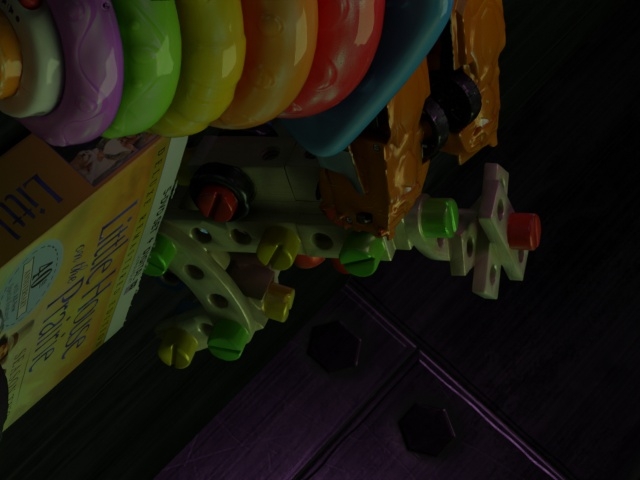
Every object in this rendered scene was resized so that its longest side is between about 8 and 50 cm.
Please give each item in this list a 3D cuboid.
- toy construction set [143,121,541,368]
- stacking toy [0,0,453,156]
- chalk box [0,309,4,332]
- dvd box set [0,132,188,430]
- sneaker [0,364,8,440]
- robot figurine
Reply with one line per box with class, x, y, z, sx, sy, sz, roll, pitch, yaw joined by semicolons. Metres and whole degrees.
toy construction set;0.000;0.000;1.202;0.151;0.327;0.215;-83;160;-47
stacking toy;-0.102;-0.103;0.717;0.302;0.175;0.166;-24;164;-37
chalk box;-0.173;-0.024;0.372;0.132;0.213;0.132;-42;170;-34
dvd box set;-0.264;0.097;0.983;0.420;0.062;0.307;-43;170;-33
sneaker;-0.195;0.065;0.599;0.104;0.147;0.296;-32;-166;10
robot figurine;0.045;-0.159;0.987;0.211;0.085;0.291;-40;134;-41
